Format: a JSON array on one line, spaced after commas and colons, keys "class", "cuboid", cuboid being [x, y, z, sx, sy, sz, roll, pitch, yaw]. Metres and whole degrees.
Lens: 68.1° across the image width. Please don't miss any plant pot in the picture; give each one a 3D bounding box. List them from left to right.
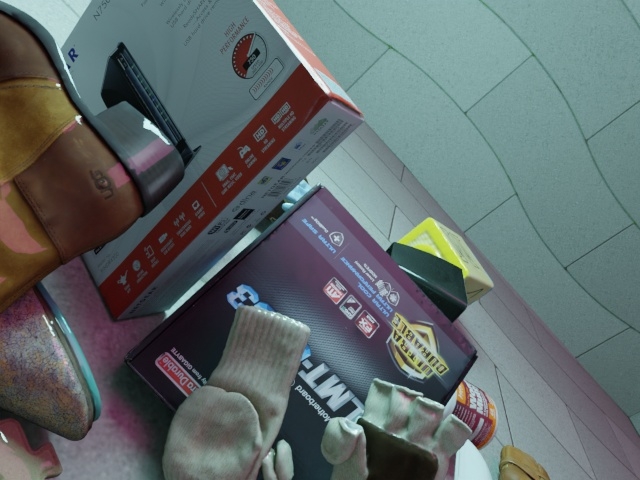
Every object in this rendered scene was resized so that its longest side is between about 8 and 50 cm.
[{"class": "plant pot", "cuboid": [0.180, 0.115, 1.007, 0.167, 0.188, 0.187, 35, 23, -1]}]

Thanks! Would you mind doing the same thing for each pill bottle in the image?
[{"class": "pill bottle", "cuboid": [0.208, 0.287, 0.837, 0.221, 0.121, 0.121, 35, 26, -32]}]

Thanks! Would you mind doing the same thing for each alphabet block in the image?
[{"class": "alphabet block", "cuboid": [0.306, 0.085, 1.256, 0.197, 0.192, 0.194, 22, 33, -51]}]

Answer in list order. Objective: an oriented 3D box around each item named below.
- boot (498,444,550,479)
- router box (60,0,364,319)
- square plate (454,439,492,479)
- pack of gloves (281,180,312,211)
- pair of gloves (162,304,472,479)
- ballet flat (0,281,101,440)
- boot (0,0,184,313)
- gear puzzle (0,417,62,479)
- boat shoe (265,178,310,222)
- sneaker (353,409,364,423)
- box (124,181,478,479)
[{"class": "boot", "cuboid": [0.444, 0.553, 0.908, 0.283, 0.109, 0.220, 44, 18, 5]}, {"class": "router box", "cuboid": [-0.169, -0.132, 0.522, 0.301, 0.335, 0.082, 55, 23, 16]}, {"class": "square plate", "cuboid": [0.146, 0.408, 0.393, 0.344, 0.049, 0.348, -40, 123, -68]}, {"class": "pack of gloves", "cuboid": [0.000, 0.000, 0.863, 0.232, 0.046, 0.195, 29, 64, -55]}, {"class": "pair of gloves", "cuboid": [-0.016, 0.189, 0.407, 0.240, 0.204, 0.042, 27, -6, 11]}, {"class": "ballet flat", "cuboid": [-0.289, 0.035, 0.371, 0.106, 0.108, 0.316, -19, 63, -45]}, {"class": "boot", "cuboid": [-0.286, -0.042, 0.331, 0.264, 0.096, 0.280, 42, 56, 0]}, {"class": "gear puzzle", "cuboid": [-0.179, 0.273, 0.242, 0.339, 0.044, 0.175, 55, 30, 16]}, {"class": "boat shoe", "cuboid": [-0.106, -0.106, 0.883, 0.123, 0.123, 0.342, -89, 156, -44]}, {"class": "sneaker", "cuboid": [0.046, 0.240, 0.445, 0.064, 0.076, 0.167, 25, 69, -15]}, {"class": "box", "cuboid": [-0.004, 0.133, 0.536, 0.295, 0.073, 0.293, 48, 62, -3]}]
